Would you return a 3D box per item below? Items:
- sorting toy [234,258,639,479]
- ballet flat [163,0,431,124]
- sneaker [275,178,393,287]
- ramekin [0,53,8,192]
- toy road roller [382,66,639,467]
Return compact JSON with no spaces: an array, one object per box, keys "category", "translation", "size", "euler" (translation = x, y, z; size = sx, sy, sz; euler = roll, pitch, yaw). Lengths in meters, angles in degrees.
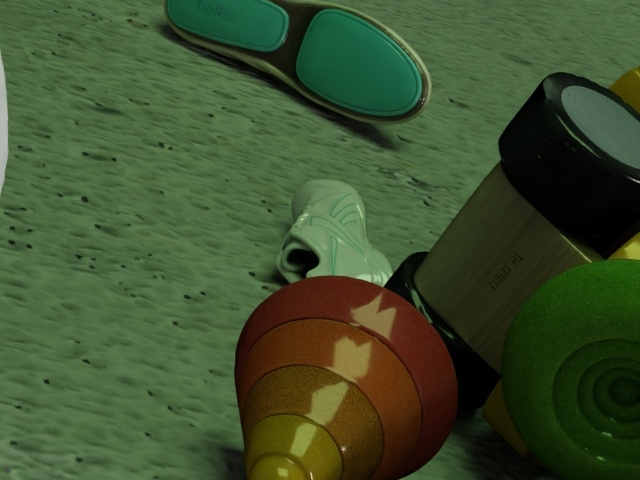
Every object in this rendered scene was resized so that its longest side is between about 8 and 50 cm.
[{"category":"sorting toy","translation":[0.110,0.089,0.845],"size":[0.365,0.127,0.126],"euler":[-3,21,21]},{"category":"ballet flat","translation":[-0.013,-0.163,1.518],"size":[0.248,0.086,0.086],"euler":[27,23,15]},{"category":"sneaker","translation":[0.000,0.000,1.186],"size":[0.061,0.053,0.152],"euler":[9,26,-21]},{"category":"ramekin","translation":[-0.288,-0.062,0.795],"size":[0.277,0.277,0.135],"euler":[29,30,16]},{"category":"toy road roller","translation":[0.208,0.041,1.112],"size":[0.240,0.202,0.329],"euler":[46,30,16]}]
